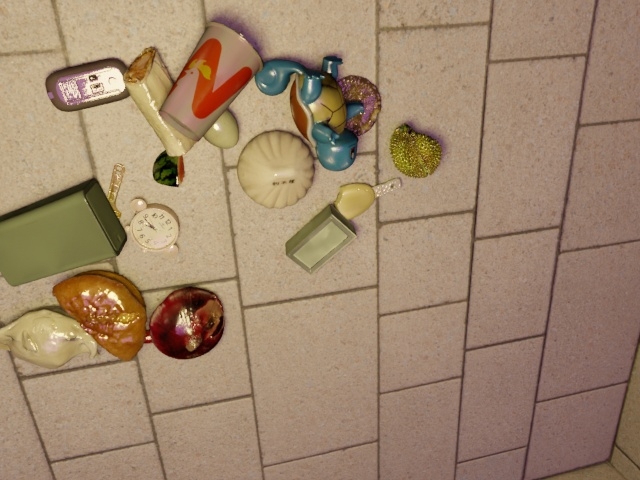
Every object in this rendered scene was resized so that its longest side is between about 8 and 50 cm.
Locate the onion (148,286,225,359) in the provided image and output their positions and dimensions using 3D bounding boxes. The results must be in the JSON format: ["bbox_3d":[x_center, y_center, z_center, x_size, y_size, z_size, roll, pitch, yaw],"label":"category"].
[{"bbox_3d":[-0.444,0.301,1.721,0.271,0.195,0.272,-17,122,-28],"label":"onion"}]

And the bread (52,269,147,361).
[{"bbox_3d":[-0.676,0.217,1.632,0.179,0.194,0.340,-39,107,-4],"label":"bread"}]

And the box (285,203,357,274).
[{"bbox_3d":[0.000,0.000,1.753,0.225,0.086,0.129,-41,117,19],"label":"box"}]

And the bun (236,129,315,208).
[{"bbox_3d":[-0.131,-0.218,1.595,0.262,0.175,0.264,-3,105,-13],"label":"bun"}]

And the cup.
[{"bbox_3d":[-0.317,-0.435,1.407,0.203,0.203,0.289,36,80,-25],"label":"cup"}]

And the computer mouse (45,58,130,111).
[{"bbox_3d":[-0.662,-0.446,1.439,0.232,0.057,0.120,-19,114,-10],"label":"computer mouse"}]

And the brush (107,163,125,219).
[{"bbox_3d":[-0.662,-0.141,1.591,0.082,0.010,0.218,17,107,-20],"label":"brush"}]

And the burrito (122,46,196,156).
[{"bbox_3d":[-0.471,-0.402,1.471,0.105,0.143,0.299,-8,121,28],"label":"burrito"}]

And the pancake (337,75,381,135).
[{"bbox_3d":[0.112,-0.446,1.660,0.199,0.021,0.200,-5,113,-13],"label":"pancake"}]

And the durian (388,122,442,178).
[{"bbox_3d":[0.316,-0.298,1.711,0.198,0.146,0.159,26,104,-7],"label":"durian"}]

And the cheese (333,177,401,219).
[{"bbox_3d":[0.168,-0.165,1.777,0.255,0.050,0.127,-23,116,-5],"label":"cheese"}]

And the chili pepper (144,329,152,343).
[{"bbox_3d":[-0.627,0.349,1.783,0.267,0.050,0.059,-2,109,-16],"label":"chili pepper"}]

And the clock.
[{"bbox_3d":[-0.543,-0.042,1.638,0.155,0.063,0.229,-30,114,2],"label":"clock"}]

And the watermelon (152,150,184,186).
[{"bbox_3d":[-0.460,-0.231,1.582,0.094,0.125,0.136,27,85,-53],"label":"watermelon"}]

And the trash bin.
[{"bbox_3d":[-0.808,-0.017,1.526,0.343,0.158,0.223,-19,116,2],"label":"trash bin"}]

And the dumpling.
[{"bbox_3d":[-0.894,0.330,1.670,0.317,0.187,0.243,7,150,-9],"label":"dumpling"}]

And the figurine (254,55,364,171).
[{"bbox_3d":[-0.005,-0.409,1.525,0.243,0.298,0.416,-34,107,29],"label":"figurine"}]

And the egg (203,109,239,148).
[{"bbox_3d":[-0.313,-0.350,1.537,0.114,0.114,0.152,-40,120,4],"label":"egg"}]
